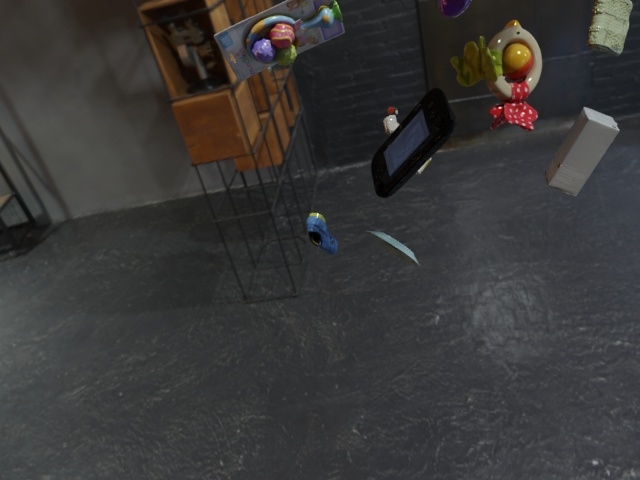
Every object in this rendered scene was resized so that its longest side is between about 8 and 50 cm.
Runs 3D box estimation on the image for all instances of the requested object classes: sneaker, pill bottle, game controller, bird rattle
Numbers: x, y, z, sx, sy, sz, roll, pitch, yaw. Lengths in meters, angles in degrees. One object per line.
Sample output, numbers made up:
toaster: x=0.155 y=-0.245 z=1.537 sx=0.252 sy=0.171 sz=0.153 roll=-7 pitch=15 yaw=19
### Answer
sneaker: x=0.380 y=-0.701 z=1.409 sx=0.095 sy=0.236 sz=0.104 roll=30 pitch=36 yaw=3
pill bottle: x=0.326 y=-0.255 z=1.727 sx=0.083 sy=0.043 sz=0.043 roll=-52 pitch=37 yaw=-1
game controller: x=0.238 y=-0.256 z=1.445 sx=0.067 sy=0.319 sz=0.166 roll=8 pitch=53 yaw=-33
bird rattle: x=0.445 y=-0.388 z=1.252 sx=0.207 sy=0.253 sz=0.143 roll=-53 pitch=17 yaw=-6
sneaker: x=0.000 y=0.000 z=1.748 sx=0.069 sy=0.209 sz=0.082 roll=1 pitch=57 yaw=23

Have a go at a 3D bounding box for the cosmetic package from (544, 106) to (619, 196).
cosmetic package: x=0.795 y=-0.271 z=1.646 sx=0.107 sy=0.238 sz=0.127 roll=21 pitch=32 yaw=6

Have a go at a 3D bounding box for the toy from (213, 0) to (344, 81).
toy: x=-0.065 y=-0.381 z=1.023 sx=0.237 sy=0.137 sz=0.056 roll=-27 pitch=65 yaw=2

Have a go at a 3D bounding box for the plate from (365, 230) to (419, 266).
plate: x=0.215 y=0.018 z=1.572 sx=0.024 sy=0.188 sz=0.188 roll=-55 pitch=39 yaw=-3

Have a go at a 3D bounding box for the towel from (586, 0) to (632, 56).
towel: x=0.542 y=-0.406 z=1.003 sx=0.148 sy=0.110 sz=0.027 roll=-9 pitch=18 yaw=-41

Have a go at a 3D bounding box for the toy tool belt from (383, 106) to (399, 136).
toy tool belt: x=0.225 y=-0.383 z=1.737 sx=0.052 sy=0.083 sz=0.051 roll=-6 pitch=-4 yaw=-10
